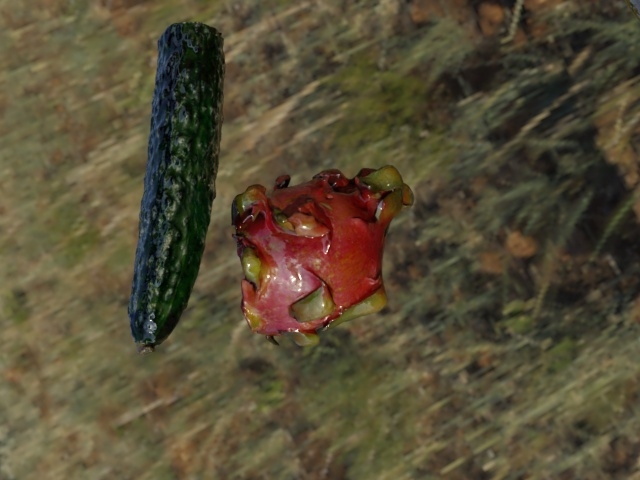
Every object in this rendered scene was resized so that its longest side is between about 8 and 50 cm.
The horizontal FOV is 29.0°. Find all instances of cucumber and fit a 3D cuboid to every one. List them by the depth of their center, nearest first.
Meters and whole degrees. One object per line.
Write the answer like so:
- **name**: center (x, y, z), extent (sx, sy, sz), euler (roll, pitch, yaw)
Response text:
- **cucumber**: center (-0.119, -0.043, 1.031), extent (0.067, 0.067, 0.293), euler (114, 161, -67)

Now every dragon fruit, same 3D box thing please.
- **dragon fruit**: center (0.000, 0.000, 1.002), extent (0.150, 0.208, 0.133), euler (30, 138, 34)

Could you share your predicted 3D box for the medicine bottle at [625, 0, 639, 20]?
- **medicine bottle**: center (0.499, -0.398, 1.545), extent (0.238, 0.238, 0.232), euler (55, 173, 23)
